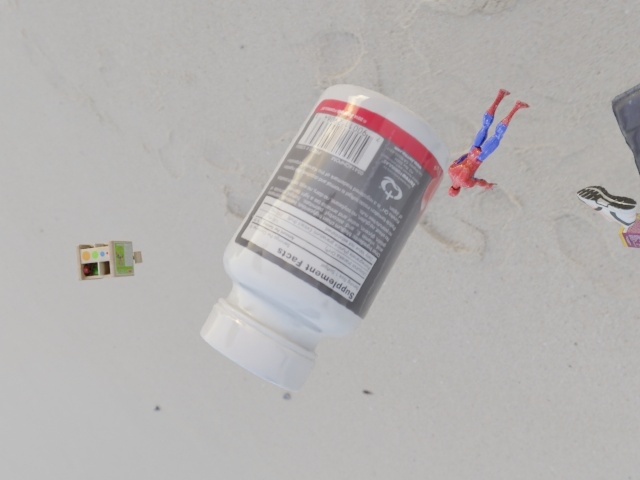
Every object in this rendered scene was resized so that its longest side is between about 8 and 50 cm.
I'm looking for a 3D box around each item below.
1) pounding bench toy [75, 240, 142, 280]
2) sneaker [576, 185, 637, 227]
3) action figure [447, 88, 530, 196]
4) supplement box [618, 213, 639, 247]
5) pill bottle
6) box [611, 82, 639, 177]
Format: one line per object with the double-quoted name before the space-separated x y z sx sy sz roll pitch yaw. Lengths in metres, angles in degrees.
"pounding bench toy" -0.311 0.030 0.817 0.065 0.083 0.052 -6 87 13
"sneaker" 0.441 -0.052 0.859 0.043 0.040 0.109 65 175 -30
"action figure" 0.411 -0.221 1.357 0.091 0.139 0.280 48 123 30
"supplement box" 0.616 -0.017 1.038 0.083 0.055 0.043 8 145 55
"pill bottle" 0.000 0.000 0.635 0.176 0.318 0.176 30 173 4
"box" 0.321 0.016 0.185 0.296 0.183 0.294 -31 63 51
